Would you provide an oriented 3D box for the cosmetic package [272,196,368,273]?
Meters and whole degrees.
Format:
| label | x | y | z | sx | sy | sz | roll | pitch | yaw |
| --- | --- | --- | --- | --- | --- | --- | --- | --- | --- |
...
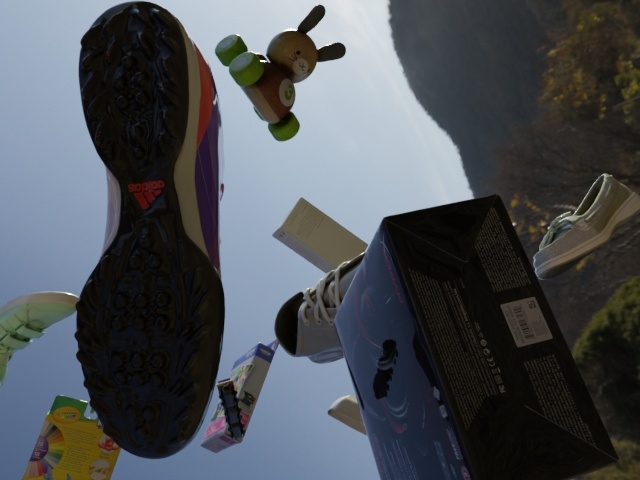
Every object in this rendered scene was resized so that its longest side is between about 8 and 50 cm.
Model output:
| label | x | y | z | sx | sy | sz | roll | pitch | yaw |
| --- | --- | --- | --- | --- | --- | --- | --- | --- | --- |
| cosmetic package | 0.000 | 0.000 | 1.561 | 0.231 | 0.085 | 0.117 | 37 | -116 | -8 |

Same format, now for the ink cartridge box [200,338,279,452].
| label | x | y | z | sx | sy | sz | roll | pitch | yaw |
| --- | --- | --- | --- | --- | --- | --- | --- | --- | --- |
| ink cartridge box | -0.214 | 0.404 | 1.564 | 0.065 | 0.186 | 0.311 | 33 | -129 | -13 |

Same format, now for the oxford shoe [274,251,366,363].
| label | x | y | z | sx | sy | sz | roll | pitch | yaw |
| --- | --- | --- | --- | --- | --- | --- | --- | --- | --- |
| oxford shoe | 0.043 | 0.110 | 0.973 | 0.129 | 0.449 | 0.169 | 18 | -120 | -22 |

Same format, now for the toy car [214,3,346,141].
| label | x | y | z | sx | sy | sz | roll | pitch | yaw |
| --- | --- | --- | --- | --- | --- | --- | --- | --- | --- |
| toy car | -0.048 | -0.290 | 0.951 | 0.155 | 0.188 | 0.149 | 53 | -178 | -47 |

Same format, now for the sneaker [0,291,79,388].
| label | x | y | z | sx | sy | sz | roll | pitch | yaw |
| --- | --- | --- | --- | --- | --- | --- | --- | --- | --- |
| sneaker | -0.522 | 0.188 | 0.988 | 0.094 | 0.255 | 0.151 | 60 | -170 | -65 |

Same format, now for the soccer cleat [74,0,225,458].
| label | x | y | z | sx | sy | sz | roll | pitch | yaw |
| --- | --- | --- | --- | --- | --- | --- | --- | --- | --- |
| soccer cleat | -0.111 | -0.006 | 0.436 | 0.116 | 0.108 | 0.319 | 11 | -105 | -77 |

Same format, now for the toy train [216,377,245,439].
| label | x | y | z | sx | sy | sz | roll | pitch | yaw |
| --- | --- | --- | --- | --- | --- | --- | --- | --- | --- |
| toy train | -0.131 | 0.247 | 0.853 | 0.158 | 0.027 | 0.036 | 91 | 162 | -48 |

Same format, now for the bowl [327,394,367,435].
| label | x | y | z | sx | sy | sz | roll | pitch | yaw |
| --- | --- | --- | --- | --- | --- | --- | --- | --- | --- |
| bowl | 0.092 | 0.418 | 1.379 | 0.053 | 0.142 | 0.142 | -60 | -7 | -21 |

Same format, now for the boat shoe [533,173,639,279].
| label | x | y | z | sx | sy | sz | roll | pitch | yaw |
| --- | --- | --- | --- | --- | --- | --- | --- | --- | --- |
| boat shoe | 0.500 | -0.029 | 1.107 | 0.320 | 0.118 | 0.103 | -31 | -107 | -28 |

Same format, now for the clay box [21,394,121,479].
| label | x | y | z | sx | sy | sz | roll | pitch | yaw |
| --- | --- | --- | --- | --- | --- | --- | --- | --- | --- |
| clay box | -0.400 | 0.368 | 0.919 | 0.127 | 0.053 | 0.222 | 21 | -106 | -16 |

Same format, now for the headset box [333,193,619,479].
| label | x | y | z | sx | sy | sz | roll | pitch | yaw |
| --- | --- | --- | --- | --- | --- | --- | --- | --- | --- |
| headset box | 0.106 | 0.128 | 0.546 | 0.293 | 0.110 | 0.218 | 108 | 148 | -64 |
